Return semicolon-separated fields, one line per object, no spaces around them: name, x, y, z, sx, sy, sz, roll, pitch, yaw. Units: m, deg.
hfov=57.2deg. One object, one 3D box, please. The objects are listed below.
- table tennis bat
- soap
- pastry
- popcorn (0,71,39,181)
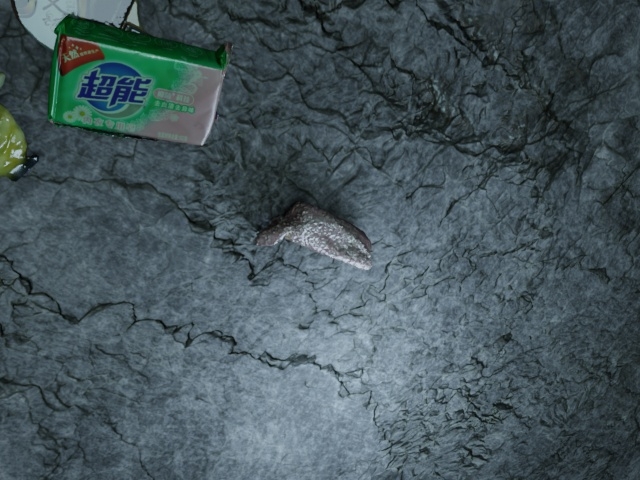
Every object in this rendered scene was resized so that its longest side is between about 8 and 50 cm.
table tennis bat;-0.360;-0.367;0.990;0.301;0.022;0.173;25;101;-28
soap;-0.307;-0.267;0.991;0.273;0.098;0.218;6;123;-26
pastry;0.002;-0.013;1.241;0.265;0.103;0.112;13;97;-29
popcorn;-0.580;-0.171;0.842;0.293;0.293;0.237;-41;100;-4
